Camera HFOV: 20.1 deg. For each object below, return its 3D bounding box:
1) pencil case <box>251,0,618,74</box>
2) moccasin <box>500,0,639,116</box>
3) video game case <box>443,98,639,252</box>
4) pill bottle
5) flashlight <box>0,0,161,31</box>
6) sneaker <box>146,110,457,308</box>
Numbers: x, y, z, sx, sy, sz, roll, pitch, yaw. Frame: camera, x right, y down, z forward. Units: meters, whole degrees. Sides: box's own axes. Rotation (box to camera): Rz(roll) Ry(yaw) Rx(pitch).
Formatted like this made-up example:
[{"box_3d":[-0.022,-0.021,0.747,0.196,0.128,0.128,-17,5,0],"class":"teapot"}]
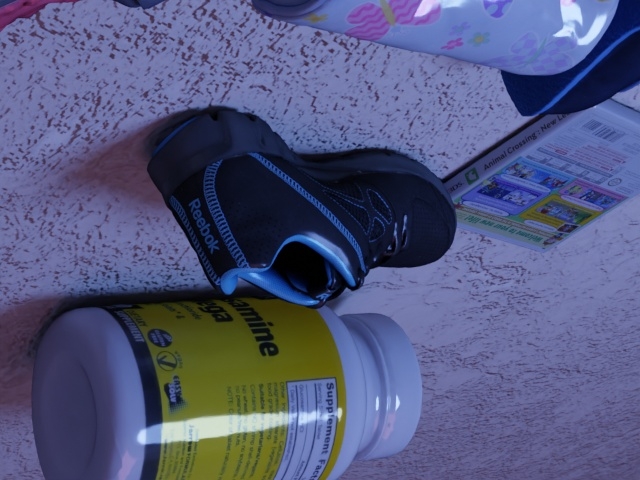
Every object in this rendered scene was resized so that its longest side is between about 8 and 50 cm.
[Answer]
[{"box_3d":[0.079,-0.183,1.196,0.273,0.113,0.124,4,137,-41],"class":"pencil case"},{"box_3d":[0.254,-0.201,1.303,0.116,0.138,0.342,-9,167,-32],"class":"moccasin"},{"box_3d":[0.224,-0.059,1.659,0.193,0.023,0.212,-34,152,28],"class":"video game case"},{"box_3d":[-0.081,0.146,1.659,0.334,0.188,0.188,-2,150,-33],"class":"pill bottle"},{"box_3d":[-0.208,-0.135,1.106,0.304,0.103,0.103,-22,-179,4],"class":"flashlight"},{"box_3d":[0.000,0.000,1.479,0.125,0.140,0.340,-38,150,31],"class":"sneaker"}]
